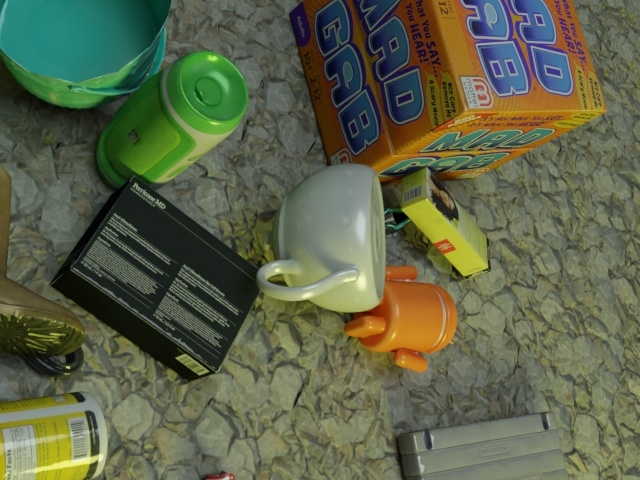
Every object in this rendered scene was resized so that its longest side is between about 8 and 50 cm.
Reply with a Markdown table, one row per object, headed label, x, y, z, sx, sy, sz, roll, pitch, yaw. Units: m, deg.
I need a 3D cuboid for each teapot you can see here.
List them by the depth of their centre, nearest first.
| label | x | y | z | sx | sy | sz | roll | pitch | yaw |
| --- | --- | --- | --- | --- | --- | --- | --- | --- | --- |
| teapot | 0.000 | 0.000 | 1.515 | 0.187 | 0.256 | 0.252 | -2 | 72 | 9 |

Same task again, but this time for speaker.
| label | x | y | z | sx | sy | sz | roll | pitch | yaw |
| --- | --- | --- | --- | --- | --- | --- | --- | --- | --- |
| speaker | -0.223 | -0.164 | 1.397 | 0.131 | 0.297 | 0.131 | 13 | 66 | -31 |

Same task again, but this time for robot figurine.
| label | x | y | z | sx | sy | sz | roll | pitch | yaw |
| --- | --- | --- | --- | --- | --- | --- | --- | --- | --- |
| robot figurine | 0.144 | 0.134 | 1.656 | 0.220 | 0.128 | 0.158 | 6 | 33 | -33 |

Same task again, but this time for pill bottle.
| label | x | y | z | sx | sy | sz | roll | pitch | yaw |
| --- | --- | --- | --- | --- | --- | --- | --- | --- | --- |
| pill bottle | -0.393 | 0.265 | 1.237 | 0.209 | 0.119 | 0.119 | -2 | 75 | -35 |

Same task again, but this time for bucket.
| label | x | y | z | sx | sy | sz | roll | pitch | yaw |
| --- | --- | --- | --- | --- | --- | --- | --- | --- | --- |
| bucket | -0.345 | -0.328 | 1.368 | 0.281 | 0.183 | 0.281 | 2 | 80 | -12 |

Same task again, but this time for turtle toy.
| label | x | y | z | sx | sy | sz | roll | pitch | yaw |
| --- | --- | --- | --- | --- | --- | --- | --- | --- | --- |
| turtle toy | -0.387 | -0.353 | 1.498 | 0.095 | 0.066 | 0.130 | 33 | 58 | -1 |

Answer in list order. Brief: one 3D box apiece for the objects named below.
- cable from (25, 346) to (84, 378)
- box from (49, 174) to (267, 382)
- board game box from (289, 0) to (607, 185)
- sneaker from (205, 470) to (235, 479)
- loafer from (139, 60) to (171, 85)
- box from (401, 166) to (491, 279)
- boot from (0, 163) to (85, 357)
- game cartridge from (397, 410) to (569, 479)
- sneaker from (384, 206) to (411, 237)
| label | x | y | z | sx | sy | sz | roll | pitch | yaw |
| --- | --- | --- | --- | --- | --- | --- | --- | --- | --- |
| cable | -0.460 | 0.107 | 1.307 | 0.287 | 0.072 | 0.139 | 27 | 42 | -39 |
| box | -0.235 | 0.060 | 1.432 | 0.261 | 0.103 | 0.184 | 39 | 58 | -17 |
| board game box | 0.219 | -0.324 | 1.728 | 0.357 | 0.356 | 0.356 | -7 | 77 | -36 |
| sneaker | -0.124 | 0.382 | 1.431 | 0.119 | 0.042 | 0.067 | 22 | 65 | -25 |
| loafer | -0.289 | -0.270 | 1.543 | 0.148 | 0.056 | 0.050 | 10 | 62 | -32 |
| box | 0.233 | -0.028 | 1.767 | 0.232 | 0.058 | 0.087 | 44 | 36 | -37 |
| boot | -0.428 | 0.008 | 1.292 | 0.236 | 0.089 | 0.269 | 24 | 40 | -42 |
| game cartridge | 0.301 | 0.435 | 1.701 | 0.355 | 0.068 | 0.230 | 0 | 77 | -35 |
| sneaker | 0.097 | -0.032 | 1.714 | 0.167 | 0.076 | 0.065 | -18 | 84 | -38 |
